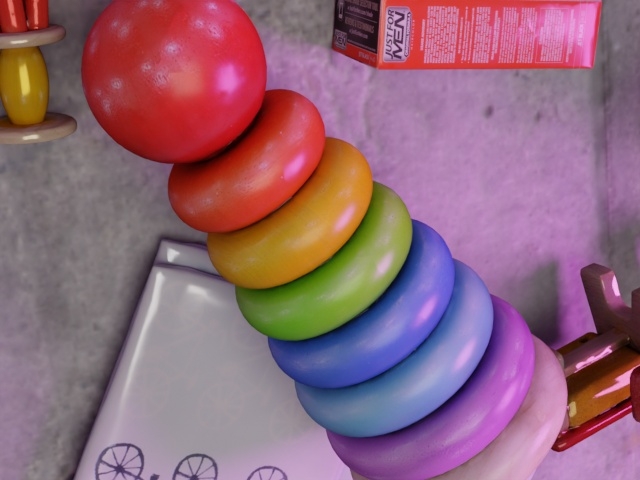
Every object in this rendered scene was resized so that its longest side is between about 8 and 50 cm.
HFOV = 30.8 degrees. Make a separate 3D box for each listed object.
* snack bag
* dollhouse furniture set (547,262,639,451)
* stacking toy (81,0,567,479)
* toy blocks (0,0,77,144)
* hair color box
[{"bbox_3d":[-0.006,0.191,0.776,0.342,0.037,0.323,17,100,-26],"label":"snack bag"},{"bbox_3d":[0.323,0.070,0.760,0.374,0.201,0.152,-25,115,-17],"label":"dollhouse furniture set"},{"bbox_3d":[0.000,0.000,0.619,0.141,0.141,0.330,-39,117,-5],"label":"stacking toy"},{"bbox_3d":[-0.126,-0.131,0.609,0.123,0.054,0.148,-8,110,-18],"label":"toy blocks"},{"bbox_3d":[0.085,-0.127,0.685,0.141,0.072,0.043,-3,108,-20],"label":"hair color box"}]
